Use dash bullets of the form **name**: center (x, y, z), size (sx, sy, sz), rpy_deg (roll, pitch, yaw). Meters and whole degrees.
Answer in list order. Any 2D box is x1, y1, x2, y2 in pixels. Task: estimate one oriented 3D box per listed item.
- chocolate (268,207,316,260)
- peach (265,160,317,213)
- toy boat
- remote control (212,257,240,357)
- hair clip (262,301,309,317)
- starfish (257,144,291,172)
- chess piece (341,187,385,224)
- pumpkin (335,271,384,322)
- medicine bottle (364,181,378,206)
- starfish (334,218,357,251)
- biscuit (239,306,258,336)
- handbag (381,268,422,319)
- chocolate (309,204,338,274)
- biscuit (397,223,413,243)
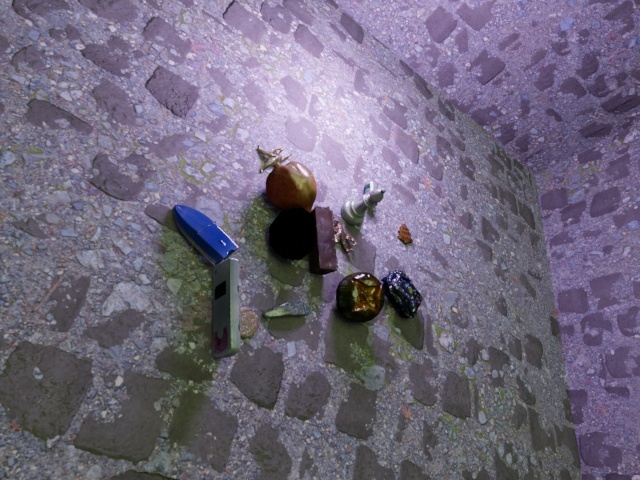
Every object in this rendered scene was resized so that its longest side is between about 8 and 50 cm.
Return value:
- **chocolate**: center (-0.110, -0.009, 1.797), size (0.177, 0.206, 0.225), rpy_deg (50, 34, -75)
- **peach**: center (-0.118, -0.226, 1.825), size (0.232, 0.232, 0.257), rpy_deg (-35, 100, -43)
- **toy boat**: center (-0.459, -0.035, 1.557), size (0.295, 0.088, 0.129), rpy_deg (43, 43, 4)
- **remote control**: center (-0.342, 0.245, 1.458), size (0.050, 0.145, 0.345), rpy_deg (12, 62, -38)
- **hair clip**: center (-0.135, 0.290, 1.667), size (0.228, 0.036, 0.066), rpy_deg (-1, 62, -38)
- **starfish**: center (-0.216, -0.385, 1.952), size (0.217, 0.050, 0.223), rpy_deg (52, 52, -14)
- **chess piece**: center (0.233, -0.191, 2.038), size (0.139, 0.271, 0.139), rpy_deg (19, 56, -30)
- **pumpkin**: center (0.178, 0.260, 1.842), size (0.237, 0.159, 0.238), rpy_deg (2, 84, -23)
- **medicine bottle**: center (0.282, -0.255, 2.238), size (0.080, 0.080, 0.131), rpy_deg (19, 57, -29)
- **starfish**: center (0.091, -0.030, 2.010), size (0.209, 0.053, 0.150), rpy_deg (36, 38, -12)
- **biscuit**: center (-0.291, 0.313, 1.548), size (0.120, 0.015, 0.120), rpy_deg (18, 58, -31)
- **handbag**: center (0.418, 0.274, 2.053), size (0.260, 0.113, 0.162), rpy_deg (53, 53, -13)
- **chocolate**: center (0.000, 0.000, 1.872), size (0.111, 0.111, 0.322), rpy_deg (10, 63, -32)
- **biscuit**: center (0.488, -0.040, 2.329), size (0.119, 0.019, 0.130), rpy_deg (16, 58, -31)
